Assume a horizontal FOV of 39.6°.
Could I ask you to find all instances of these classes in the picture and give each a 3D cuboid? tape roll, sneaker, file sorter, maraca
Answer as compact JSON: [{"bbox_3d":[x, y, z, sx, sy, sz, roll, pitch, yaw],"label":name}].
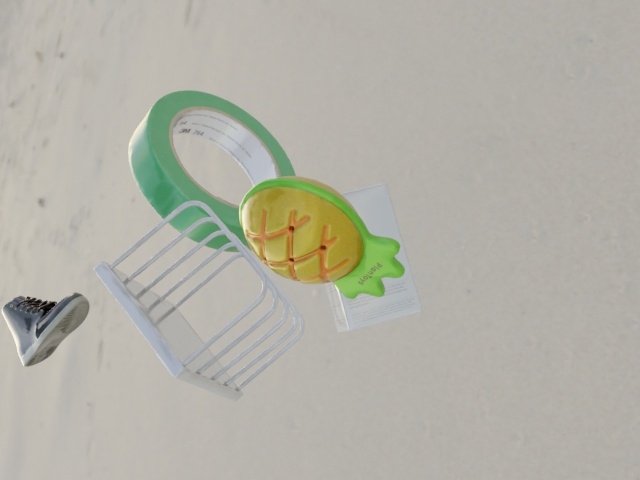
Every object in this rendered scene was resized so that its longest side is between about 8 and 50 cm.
[{"bbox_3d":[-0.190,-0.130,1.632,0.077,0.321,0.321,-44,35,35],"label":"tape roll"},{"bbox_3d":[-0.509,0.131,1.612,0.222,0.083,0.118,-41,77,35],"label":"sneaker"},{"bbox_3d":[-0.153,0.091,1.278,0.173,0.193,0.277,-40,-19,-3],"label":"file sorter"},{"bbox_3d":[0.000,0.000,0.939,0.127,0.186,0.099,-50,13,47],"label":"maraca"}]

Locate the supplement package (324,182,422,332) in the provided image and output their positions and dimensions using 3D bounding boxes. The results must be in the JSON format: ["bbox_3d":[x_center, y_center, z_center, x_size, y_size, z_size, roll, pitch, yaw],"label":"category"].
[{"bbox_3d":[0.056,0.026,1.211,0.105,0.105,0.179,139,116,-80],"label":"supplement package"}]
